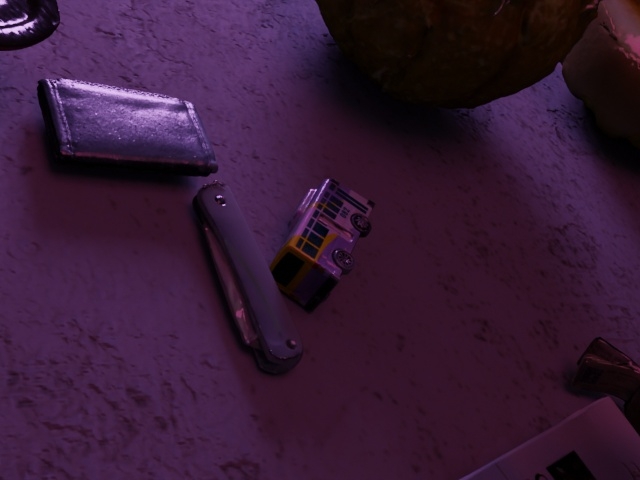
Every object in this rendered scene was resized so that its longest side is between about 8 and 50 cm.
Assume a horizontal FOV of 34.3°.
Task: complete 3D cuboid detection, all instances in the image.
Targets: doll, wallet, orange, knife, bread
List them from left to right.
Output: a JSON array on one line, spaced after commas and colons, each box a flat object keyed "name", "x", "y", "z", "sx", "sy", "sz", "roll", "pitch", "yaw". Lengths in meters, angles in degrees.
[{"name": "wallet", "x": -0.149, "y": -0.084, "z": 0.793, "sx": 0.129, "sy": 0.026, "sz": 0.088, "roll": 4, "pitch": 47, "yaw": -33}, {"name": "knife", "x": -0.057, "y": 0.026, "z": 0.762, "sx": 0.044, "sy": 0.023, "sz": 0.162, "roll": -7, "pitch": 57, "yaw": -35}, {"name": "orange", "x": 0.112, "y": -0.259, "z": 1.009, "sx": 0.301, "sy": 0.223, "sz": 0.300, "roll": 39, "pitch": 44, "yaw": 9}, {"name": "bread", "x": 0.367, "y": -0.176, "z": 1.185, "sx": 0.260, "sy": 0.158, "sz": 0.156, "roll": 41, "pitch": 50, "yaw": 2}, {"name": "doll", "x": 0.315, "y": 0.157, "z": 0.862, "sx": 0.105, "sy": 0.115, "sz": 0.221, "roll": -28, "pitch": 65, "yaw": -38}]

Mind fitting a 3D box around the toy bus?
[{"name": "toy bus", "x": 0.000, "y": 0.000, "z": 0.808, "sx": 0.058, "sy": 0.052, "sz": 0.102, "roll": 34, "pitch": 42, "yaw": -6}]

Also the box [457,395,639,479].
[{"name": "box", "x": 0.166, "y": 0.217, "z": 0.716, "sx": 0.243, "sy": 0.067, "sz": 0.155, "roll": -14, "pitch": 64, "yaw": -43}]

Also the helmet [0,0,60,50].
[{"name": "helmet", "x": -0.315, "y": -0.205, "z": 0.691, "sx": 0.253, "sy": 0.154, "sz": 0.198, "roll": 61, "pitch": 21, "yaw": -1}]
